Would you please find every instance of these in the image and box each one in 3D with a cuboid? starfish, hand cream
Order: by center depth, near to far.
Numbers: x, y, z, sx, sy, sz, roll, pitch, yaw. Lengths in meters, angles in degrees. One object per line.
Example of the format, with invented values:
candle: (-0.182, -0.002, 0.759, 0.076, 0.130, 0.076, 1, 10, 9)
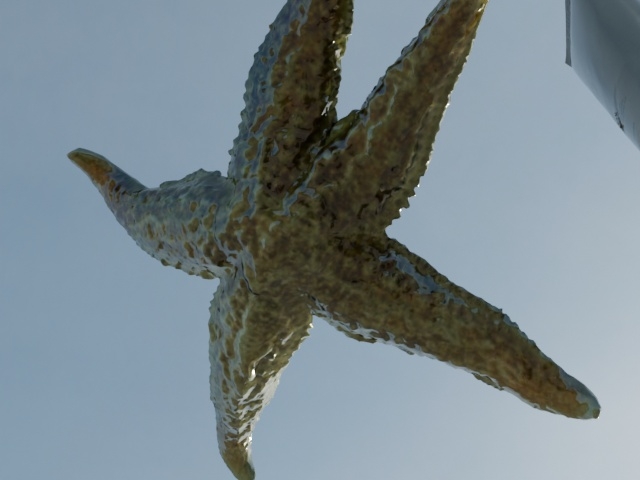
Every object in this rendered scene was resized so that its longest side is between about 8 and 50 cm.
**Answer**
starfish: (-0.001, 0.001, 0.386, 0.216, 0.050, 0.223, 24, -60, 13)
hand cream: (0.167, -0.096, 0.603, 0.054, 0.186, 0.087, -13, -55, -5)
